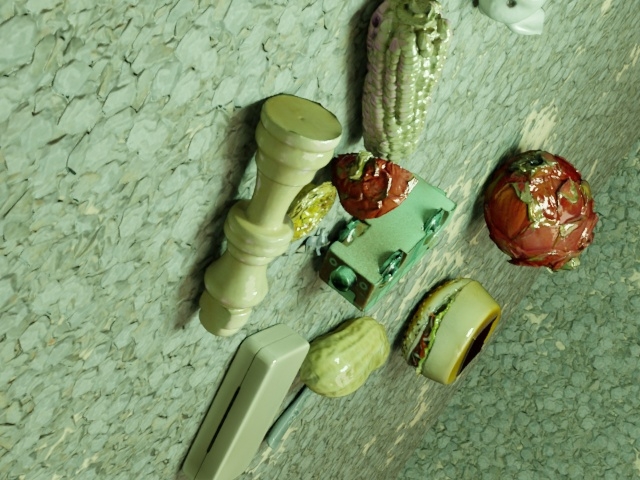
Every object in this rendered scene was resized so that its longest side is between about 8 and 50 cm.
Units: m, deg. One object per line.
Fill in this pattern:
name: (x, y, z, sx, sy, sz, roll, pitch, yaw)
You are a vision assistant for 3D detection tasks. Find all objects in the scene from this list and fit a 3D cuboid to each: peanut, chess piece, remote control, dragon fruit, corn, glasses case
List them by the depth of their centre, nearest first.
chess piece: (-0.090, -0.017, 1.485, 0.117, 0.117, 0.397, -27, 148, -50)
corn: (0.118, -0.238, 1.581, 0.127, 0.127, 0.335, -43, 160, -28)
dragon fruit: (0.061, -0.088, 1.660, 0.106, 0.162, 0.083, 43, 63, -32)
glasses case: (-0.142, 0.316, 1.929, 0.144, 0.076, 0.336, -17, 139, -59)
peanut: (0.060, 0.244, 2.189, 0.305, 0.147, 0.147, -32, 150, -54)
remote control: (-0.064, 0.379, 2.273, 0.184, 0.027, 0.050, -54, 161, -12)
dragon fruit: (0.532, -0.071, 2.504, 0.277, 0.277, 0.342, -42, 118, -29)

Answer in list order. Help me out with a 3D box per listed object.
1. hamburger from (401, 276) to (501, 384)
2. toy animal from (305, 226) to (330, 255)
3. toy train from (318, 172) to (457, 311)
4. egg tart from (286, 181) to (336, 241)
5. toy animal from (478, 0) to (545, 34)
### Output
hamburger: (0.336, 0.230, 2.682, 0.300, 0.176, 0.300, -44, 156, -26)
toy animal: (0.001, 0.000, 1.809, 0.050, 0.028, 0.084, -52, 162, 18)
toy train: (0.121, 0.008, 1.936, 0.326, 0.129, 0.159, -42, 161, -37)
egg tart: (-0.029, -0.051, 1.641, 0.129, 0.049, 0.128, -43, 162, -18)
toy animal: (0.346, -0.449, 1.716, 0.193, 0.127, 0.178, -61, 160, 11)
